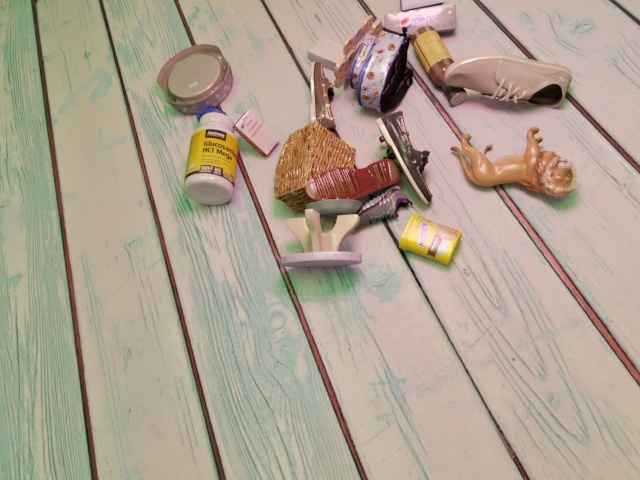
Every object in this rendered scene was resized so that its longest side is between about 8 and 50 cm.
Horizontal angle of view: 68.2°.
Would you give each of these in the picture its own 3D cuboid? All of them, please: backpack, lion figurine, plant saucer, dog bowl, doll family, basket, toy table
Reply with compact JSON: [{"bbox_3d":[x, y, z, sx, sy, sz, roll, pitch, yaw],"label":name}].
[{"bbox_3d":[-0.464,-0.524,2.002,0.120,0.101,0.098,28,67,28],"label":"backpack"},{"bbox_3d":[0.634,-0.244,1.584,0.392,0.142,0.240,-4,71,28],"label":"lion figurine"},{"bbox_3d":[0.046,-0.099,1.586,0.195,0.195,0.037,-6,81,11],"label":"plant saucer"},{"bbox_3d":[0.225,-0.635,1.796,0.213,0.276,0.263,15,77,17],"label":"backpack"},{"bbox_3d":[-0.551,-0.714,2.115,0.349,0.102,0.349,-6,64,12],"label":"dog bowl"},{"bbox_3d":[0.275,-0.324,1.735,0.111,0.076,0.193,-6,58,16],"label":"doll family"},{"bbox_3d":[-0.026,-0.245,1.757,0.213,0.223,0.299,-16,56,44],"label":"basket"},{"bbox_3d":[0.000,0.000,1.560,0.274,0.252,0.161,-1,80,8],"label":"toy table"}]

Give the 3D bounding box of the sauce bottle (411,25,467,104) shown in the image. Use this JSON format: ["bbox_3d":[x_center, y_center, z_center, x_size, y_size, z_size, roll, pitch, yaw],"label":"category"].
[{"bbox_3d":[0.462,-0.675,1.833,0.111,0.111,0.344,-20,68,4],"label":"sauce bottle"}]

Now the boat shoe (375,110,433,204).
[{"bbox_3d":[0.316,-0.291,1.620,0.113,0.127,0.340,-29,83,10],"label":"boat shoe"}]

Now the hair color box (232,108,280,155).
[{"bbox_3d":[-0.253,-0.424,1.867,0.093,0.167,0.053,-54,24,-14],"label":"hair color box"}]

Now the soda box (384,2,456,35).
[{"bbox_3d":[0.409,-0.897,1.947,0.286,0.091,0.098,-4,105,13],"label":"soda box"}]

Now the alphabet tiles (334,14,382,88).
[{"bbox_3d":[0.148,-0.727,1.848,0.021,0.278,0.284,37,77,13],"label":"alphabet tiles"}]

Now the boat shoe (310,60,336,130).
[{"bbox_3d":[0.010,-0.584,1.905,0.096,0.116,0.324,-4,68,7],"label":"boat shoe"}]

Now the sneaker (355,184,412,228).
[{"bbox_3d":[0.211,-0.098,1.634,0.223,0.083,0.098,-39,69,-6],"label":"sneaker"}]

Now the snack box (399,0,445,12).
[{"bbox_3d":[0.420,-0.998,1.960,0.174,0.070,0.207,-7,22,10],"label":"snack box"}]

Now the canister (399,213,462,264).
[{"bbox_3d":[0.362,-0.003,1.552,0.170,0.073,0.126,22,72,21],"label":"canister"}]

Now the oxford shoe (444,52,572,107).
[{"bbox_3d":[0.664,-0.554,1.664,0.449,0.169,0.130,7,73,-2],"label":"oxford shoe"}]

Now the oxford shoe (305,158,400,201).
[{"bbox_3d":[0.103,-0.184,1.626,0.348,0.130,0.123,-12,81,-20],"label":"oxford shoe"}]

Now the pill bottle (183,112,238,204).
[{"bbox_3d":[-0.419,-0.323,1.840,0.188,0.188,0.334,-6,64,11],"label":"pill bottle"}]

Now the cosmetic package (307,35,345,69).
[{"bbox_3d":[0.066,-0.783,2.014,0.239,0.060,0.099,33,78,25],"label":"cosmetic package"}]
